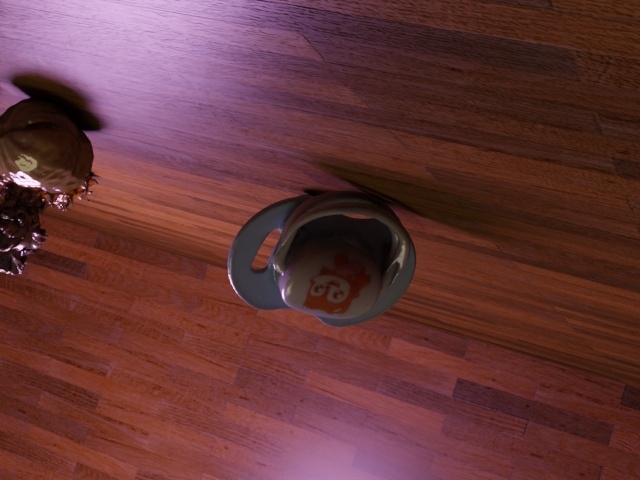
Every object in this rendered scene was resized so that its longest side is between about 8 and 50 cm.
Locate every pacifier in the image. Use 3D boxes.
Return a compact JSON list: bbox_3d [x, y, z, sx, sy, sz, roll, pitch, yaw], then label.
[{"bbox_3d":[0.000,0.000,1.639,0.299,0.244,0.233,15,-155,-25],"label":"pacifier"}]

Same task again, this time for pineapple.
[{"bbox_3d":[-0.653,-0.054,2.338,0.262,0.272,0.262,19,172,3],"label":"pineapple"}]

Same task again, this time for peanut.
[{"bbox_3d":[-0.446,-0.145,1.716,0.149,0.149,0.313,18,179,1],"label":"peanut"}]
